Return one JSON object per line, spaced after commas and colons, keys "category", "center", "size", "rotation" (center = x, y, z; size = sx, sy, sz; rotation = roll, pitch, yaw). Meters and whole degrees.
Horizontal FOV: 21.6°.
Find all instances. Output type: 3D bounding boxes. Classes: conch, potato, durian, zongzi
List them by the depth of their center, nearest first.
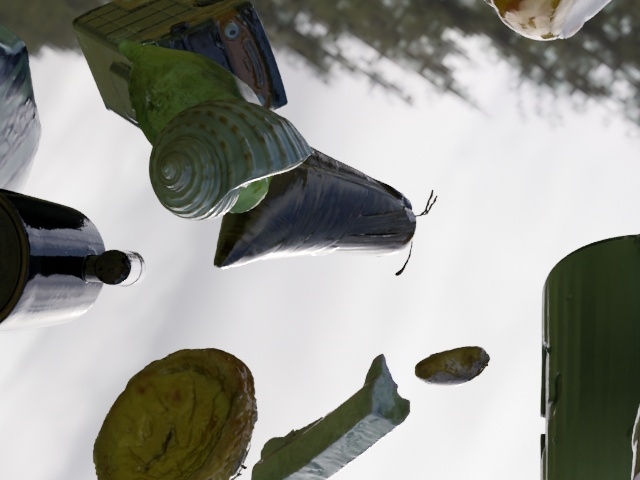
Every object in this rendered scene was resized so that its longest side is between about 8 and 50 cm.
{"category": "conch", "center": [-0.085, -0.081, 1.536], "size": [0.135, 0.102, 0.153], "rotation": [-5, -156, 39]}
{"category": "durian", "center": [-0.120, -0.125, 1.765], "size": [0.101, 0.139, 0.250], "rotation": [-45, -130, 21]}
{"category": "zongzi", "center": [0.000, 0.000, 1.861], "size": [0.111, 0.247, 0.241], "rotation": [-52, -160, 39]}
{"category": "potato", "center": [0.154, 0.148, 1.947], "size": [0.092, 0.046, 0.045], "rotation": [-15, -162, -10]}

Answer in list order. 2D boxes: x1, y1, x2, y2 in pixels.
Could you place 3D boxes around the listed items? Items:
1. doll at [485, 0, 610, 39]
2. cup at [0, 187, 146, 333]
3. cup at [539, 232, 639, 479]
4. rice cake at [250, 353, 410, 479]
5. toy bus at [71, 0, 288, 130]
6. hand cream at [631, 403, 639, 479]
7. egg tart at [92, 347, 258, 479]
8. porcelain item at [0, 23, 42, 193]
{"category": "doll", "center": [0.160, -0.283, 1.384], "size": [0.166, 0.162, 0.269], "rotation": [-38, -129, -8]}
{"category": "cup", "center": [-0.313, 0.042, 1.845], "size": [0.166, 0.239, 0.177], "rotation": [-64, 156, 8]}
{"category": "cup", "center": [0.415, 0.193, 2.172], "size": [0.310, 0.401, 0.392], "rotation": [-9, -129, 26]}
{"category": "rice cake", "center": [0.005, 0.212, 1.799], "size": [0.290, 0.051, 0.081], "rotation": [-43, -141, 48]}
{"category": "toy bus", "center": [-0.187, -0.237, 2.192], "size": [0.194, 0.162, 0.323], "rotation": [-26, -156, -15]}
{"category": "hand cream", "center": [0.296, 0.107, 1.345], "size": [0.133, 0.083, 0.248], "rotation": [94, 8, -48]}
{"category": "egg tart", "center": [-0.127, 0.188, 1.581], "size": [0.191, 0.074, 0.191], "rotation": [-21, -134, 23]}
{"category": "porcelain item", "center": [-0.454, -0.110, 1.928], "size": [0.281, 0.157, 0.286], "rotation": [-54, 160, -33]}
